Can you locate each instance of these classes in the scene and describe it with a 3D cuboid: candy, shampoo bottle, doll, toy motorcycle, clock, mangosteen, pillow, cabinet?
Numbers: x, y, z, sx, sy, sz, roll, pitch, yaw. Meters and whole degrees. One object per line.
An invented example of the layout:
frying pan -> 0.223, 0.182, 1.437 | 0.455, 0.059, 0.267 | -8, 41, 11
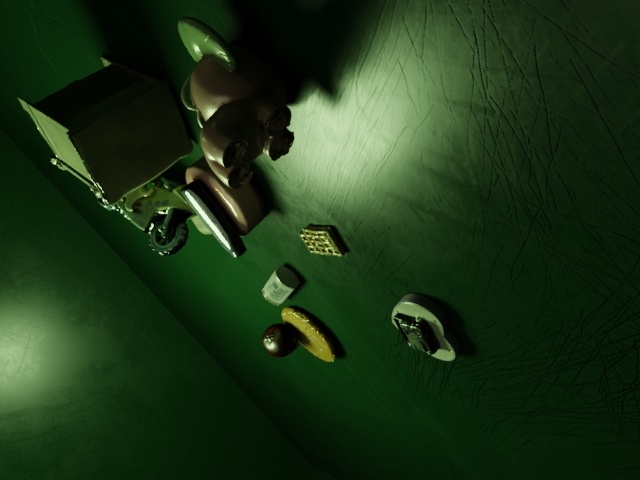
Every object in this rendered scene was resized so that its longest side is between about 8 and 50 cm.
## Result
candy -> -0.259, -0.125, 1.442 | 0.255, 0.094, 0.255 | 34, 152, 21
shampoo bottle -> -0.132, 0.151, 1.703 | 0.086, 0.056, 0.227 | 41, 154, 2
doll -> -0.182, -0.263, 1.004 | 0.268, 0.216, 0.284 | 41, 156, 21
toy motorcycle -> -0.539, -0.127, 1.686 | 0.410, 0.237, 0.168 | 33, 166, 25
clock -> 0.237, 0.214, 1.264 | 0.172, 0.064, 0.198 | 8, 135, 49
mangosteen -> -0.137, 0.362, 1.882 | 0.140, 0.140, 0.140 | 34, 152, 21
pillow -> -0.376, -0.065, 1.758 | 0.233, 0.038, 0.130 | 4, 130, 52
cabinet -> -0.572, -0.305, 1.410 | 0.318, 0.290, 0.227 | 30, 148, 33
shampoo bottle -> -0.283, -0.054, 1.411 | 0.087, 0.049, 0.233 | -6, 124, 56

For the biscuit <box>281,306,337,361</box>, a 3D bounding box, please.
biscuit -> -0.040, 0.327, 1.847 | 0.254, 0.035, 0.254 | 35, 154, 21

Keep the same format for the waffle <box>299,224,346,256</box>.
waffle -> 0.000, 0.000, 1.339 | 0.135, 0.021, 0.092 | 6, 136, 50
